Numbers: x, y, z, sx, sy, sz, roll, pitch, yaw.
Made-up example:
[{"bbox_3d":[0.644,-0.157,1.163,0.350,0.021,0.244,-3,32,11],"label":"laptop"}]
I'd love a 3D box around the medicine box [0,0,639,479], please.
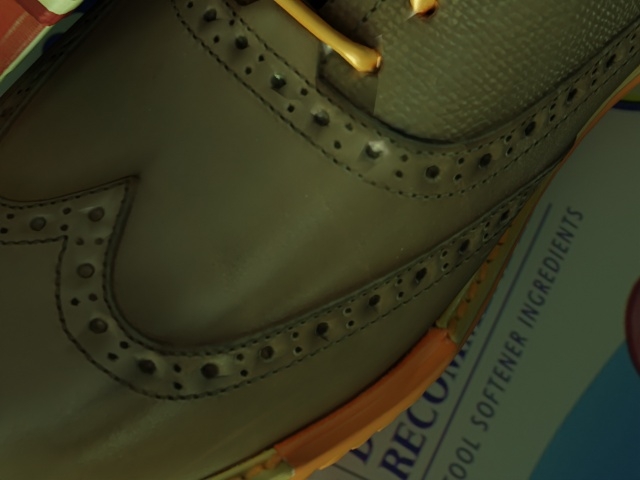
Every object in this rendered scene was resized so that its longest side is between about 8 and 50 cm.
[{"bbox_3d":[0.000,0.000,0.524,0.289,0.263,0.149,25,150,6],"label":"medicine box"}]

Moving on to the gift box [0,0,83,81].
[{"bbox_3d":[-0.067,-0.216,0.367,0.255,0.258,0.276,44,161,-16],"label":"gift box"}]

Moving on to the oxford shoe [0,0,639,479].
[{"bbox_3d":[0.016,-0.065,0.389,0.130,0.364,0.132,40,158,21],"label":"oxford shoe"}]
